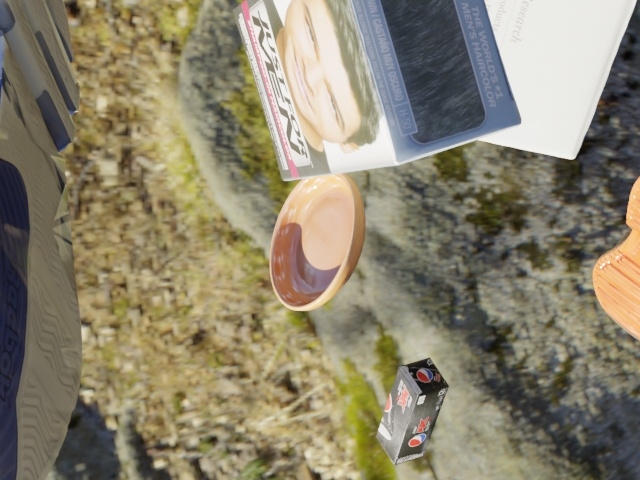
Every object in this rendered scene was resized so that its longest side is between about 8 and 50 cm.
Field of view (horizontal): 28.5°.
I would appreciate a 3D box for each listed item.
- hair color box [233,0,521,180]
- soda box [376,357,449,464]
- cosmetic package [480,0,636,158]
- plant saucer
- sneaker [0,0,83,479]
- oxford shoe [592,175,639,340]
[{"bbox_3d":[0.032,-0.161,1.115,0.374,0.114,0.185,-178,71,-75],"label":"hair color box"},{"bbox_3d":[0.130,0.245,1.794,0.060,0.053,0.169,56,148,36],"label":"soda box"},{"bbox_3d":[0.180,-0.352,1.649,0.394,0.329,0.327,11,122,-4],"label":"cosmetic package"},{"bbox_3d":[0.000,0.000,1.698,0.200,0.037,0.199,-31,51,48],"label":"plant saucer"},{"bbox_3d":[-0.196,-0.014,0.489,0.182,0.127,0.315,-13,42,4],"label":"sneaker"},{"bbox_3d":[0.390,0.004,1.342,0.130,0.363,0.133,40,69,18],"label":"oxford shoe"}]
